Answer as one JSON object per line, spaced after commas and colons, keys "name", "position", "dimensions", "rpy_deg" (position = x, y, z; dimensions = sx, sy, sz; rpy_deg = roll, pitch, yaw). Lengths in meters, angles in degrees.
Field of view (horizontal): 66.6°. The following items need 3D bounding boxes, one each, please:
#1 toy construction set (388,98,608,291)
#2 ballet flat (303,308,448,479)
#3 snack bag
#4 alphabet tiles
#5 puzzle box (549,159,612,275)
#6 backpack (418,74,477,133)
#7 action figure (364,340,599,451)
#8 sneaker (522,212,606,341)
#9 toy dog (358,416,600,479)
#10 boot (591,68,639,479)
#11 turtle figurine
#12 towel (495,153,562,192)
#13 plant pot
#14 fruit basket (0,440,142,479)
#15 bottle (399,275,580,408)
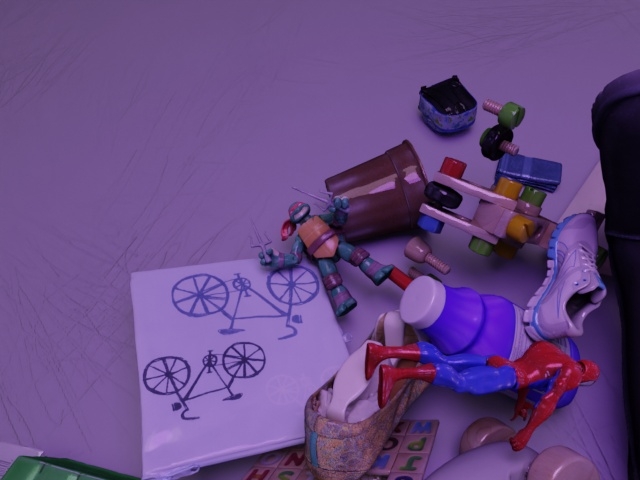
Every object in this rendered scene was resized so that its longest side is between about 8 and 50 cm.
{"name": "toy construction set", "position": [0.282, 0.004, 0.751], "dimensions": [0.309, 0.257, 0.237], "rpy_deg": [-50, 54, -1]}
{"name": "ballet flat", "position": [0.090, 0.166, 0.666], "dimensions": [0.123, 0.123, 0.348], "rpy_deg": [27, 40, 22]}
{"name": "snack bag", "position": [-0.109, 0.162, 0.737], "dimensions": [0.322, 0.037, 0.343], "rpy_deg": [-6, 48, -19]}
{"name": "alphabet tiles", "position": [0.021, 0.286, 0.631], "dimensions": [0.237, 0.009, 0.198], "rpy_deg": [-10, 8, 25]}
{"name": "puzzle box", "position": [0.609, -0.085, 0.836], "dimensions": [0.272, 0.052, 0.409], "rpy_deg": [20, 57, 44]}
{"name": "backpack", "position": [0.276, -0.280, 1.042], "dimensions": [0.104, 0.084, 0.114], "rpy_deg": [-21, 51, -8]}
{"name": "action figure", "position": [0.194, 0.187, 0.572], "dimensions": [0.279, 0.139, 0.091], "rpy_deg": [-1, 16, -9]}
{"name": "sneaker", "position": [0.337, 0.047, 0.631], "dimensions": [0.071, 0.083, 0.191], "rpy_deg": [30, 73, -14]}
{"name": "toy dog", "position": [0.168, 0.347, 0.586], "dimensions": [0.333, 0.220, 0.161], "rpy_deg": [-14, 94, 1]}
{"name": "boot", "position": [0.394, 0.085, 0.548], "dimensions": [0.146, 0.367, 0.446], "rpy_deg": [-1, 76, 34]}
{"name": "turtle figurine", "position": [0.000, 0.000, 0.797], "dimensions": [0.234, 0.118, 0.175], "rpy_deg": [48, 109, 16]}
{"name": "towel", "position": [0.412, -0.138, 0.965], "dimensions": [0.119, 0.029, 0.067], "rpy_deg": [15, 59, 16]}
{"name": "plant pot", "position": [0.103, -0.076, 0.884], "dimensions": [0.165, 0.167, 0.167], "rpy_deg": [-19, 55, 2]}
{"name": "fruit basket", "position": [-0.322, 0.459, 0.582], "dimensions": [0.326, 0.165, 0.354], "rpy_deg": [8, 72, 11]}
{"name": "bottle", "position": [0.235, 0.137, 0.669], "dimensions": [0.282, 0.092, 0.118], "rpy_deg": [28, 65, -22]}
